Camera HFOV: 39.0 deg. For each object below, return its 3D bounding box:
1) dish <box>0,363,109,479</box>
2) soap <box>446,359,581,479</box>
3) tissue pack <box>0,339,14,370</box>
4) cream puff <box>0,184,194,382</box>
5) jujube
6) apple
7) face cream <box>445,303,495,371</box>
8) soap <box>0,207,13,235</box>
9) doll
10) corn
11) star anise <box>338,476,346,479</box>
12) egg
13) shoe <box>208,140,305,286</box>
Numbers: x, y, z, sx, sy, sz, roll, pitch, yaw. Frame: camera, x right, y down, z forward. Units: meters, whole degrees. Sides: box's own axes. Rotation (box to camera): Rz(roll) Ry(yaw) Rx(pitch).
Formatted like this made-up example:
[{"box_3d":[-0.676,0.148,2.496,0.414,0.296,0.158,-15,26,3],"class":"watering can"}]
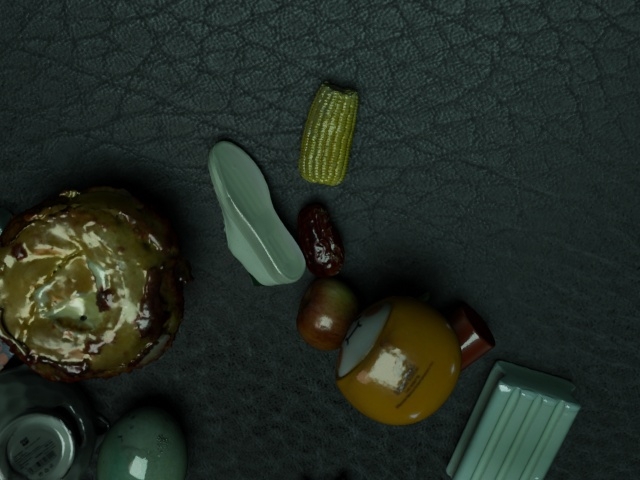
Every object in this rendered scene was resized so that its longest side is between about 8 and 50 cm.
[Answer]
[{"box_3d":[-0.528,0.370,1.646,0.303,0.120,0.303,-2,94,-29],"class":"dish"},{"box_3d":[0.353,0.369,1.680,0.159,0.087,0.265,16,115,-4],"class":"soap"},{"box_3d":[-0.615,0.184,1.673,0.108,0.060,0.148,39,110,-14],"class":"tissue pack"},{"box_3d":[-0.381,0.076,1.516,0.350,0.228,0.350,0,93,-1],"class":"cream puff"},{"box_3d":[0.000,0.000,1.545,0.077,0.077,0.129,-12,108,9],"class":"jujube"},{"box_3d":[0.015,0.128,1.574,0.102,0.126,0.126,25,113,-9],"class":"apple"},{"box_3d":[0.200,0.213,1.615,0.214,0.096,0.096,-40,106,19],"class":"face cream"},{"box_3d":[-0.613,0.032,1.601,0.198,0.066,0.119,-25,112,14],"class":"soap"},{"box_3d":[0.127,0.190,1.512,0.213,0.236,0.213,-1,104,-2],"class":"doll"},{"box_3d":[0.015,-0.172,1.470,0.085,0.063,0.165,17,113,6],"class":"corn"},{"box_3d":[0.010,0.572,1.778,0.190,0.126,0.220,32,110,-14],"class":"star anise"},{"box_3d":[-0.335,0.420,1.702,0.169,0.169,0.236,9,115,0],"class":"egg"},{"box_3d":[-0.132,-0.033,1.527,0.110,0.095,0.265,-25,97,45],"class":"shoe"}]
